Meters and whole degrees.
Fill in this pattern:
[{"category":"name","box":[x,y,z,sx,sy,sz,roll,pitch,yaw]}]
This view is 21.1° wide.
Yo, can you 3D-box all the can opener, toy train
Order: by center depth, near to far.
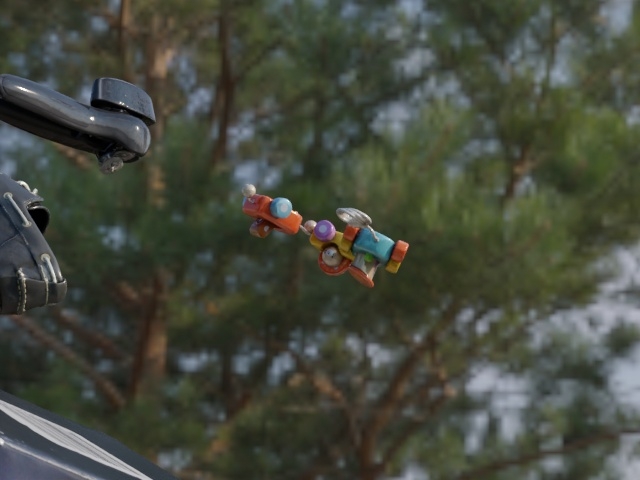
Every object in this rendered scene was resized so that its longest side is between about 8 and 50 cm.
[{"category":"can opener","box":[-0.210,-0.101,1.415,0.059,0.073,0.186,-31,-26,34]},{"category":"toy train","box":[0.000,0.000,1.542,0.125,0.046,0.166,31,-12,-37]}]

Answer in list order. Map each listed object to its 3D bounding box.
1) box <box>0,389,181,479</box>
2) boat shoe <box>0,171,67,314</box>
[{"category":"box","box":[-0.190,0.226,0.836,0.183,0.294,0.296,25,-6,35]},{"category":"boat shoe","box":[-0.283,-0.017,1.542,0.079,0.233,0.084,-12,-49,-14]}]
